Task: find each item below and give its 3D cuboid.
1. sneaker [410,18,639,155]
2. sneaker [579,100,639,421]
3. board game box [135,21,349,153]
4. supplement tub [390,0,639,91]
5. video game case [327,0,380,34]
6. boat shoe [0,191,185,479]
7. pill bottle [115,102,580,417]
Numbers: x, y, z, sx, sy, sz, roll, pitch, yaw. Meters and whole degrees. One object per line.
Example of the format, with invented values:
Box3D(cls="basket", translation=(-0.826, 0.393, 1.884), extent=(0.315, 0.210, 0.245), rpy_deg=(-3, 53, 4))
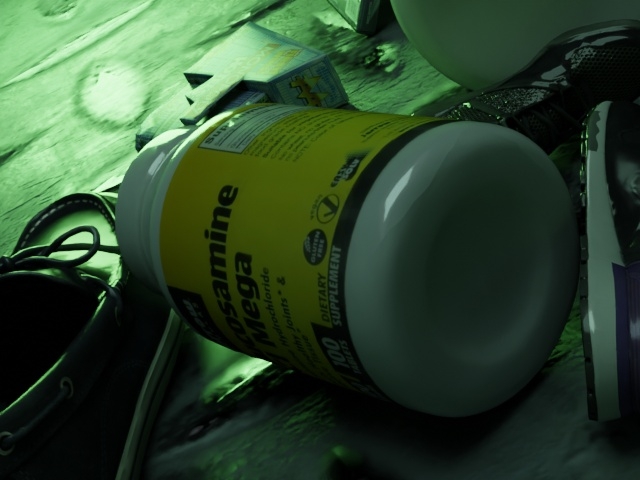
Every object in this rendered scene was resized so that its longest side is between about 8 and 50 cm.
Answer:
Box3D(cls="sneaker", translation=(0.168, -0.085, 1.082), extent=(0.228, 0.087, 0.130), rpy_deg=(-23, 30, 15))
Box3D(cls="sneaker", translation=(0.231, 0.008, 0.885), extent=(0.124, 0.107, 0.283), rpy_deg=(-3, 38, 13))
Box3D(cls="board game box", translation=(-0.074, -0.144, 1.411), extent=(0.194, 0.060, 0.194), rpy_deg=(-42, 31, -24))
Box3D(cls="supplement tub", translation=(0.178, -0.298, 1.252), extent=(0.241, 0.241, 0.331), rpy_deg=(-20, 29, 15))
Box3D(cls="video game case", translation=(0.045, -0.383, 1.508), extent=(0.026, 0.274, 0.196), rpy_deg=(3, 24, -16))
Box3D(cls="boat shoe", translation=(-0.219, 0.077, 1.083), extent=(0.187, 0.156, 0.500), rpy_deg=(-23, 28, 13))
Box3D(cls="pill bottle", translation=(0.000, 0.000, 0.978), extent=(0.188, 0.188, 0.334), rpy_deg=(-43, 31, -26))
